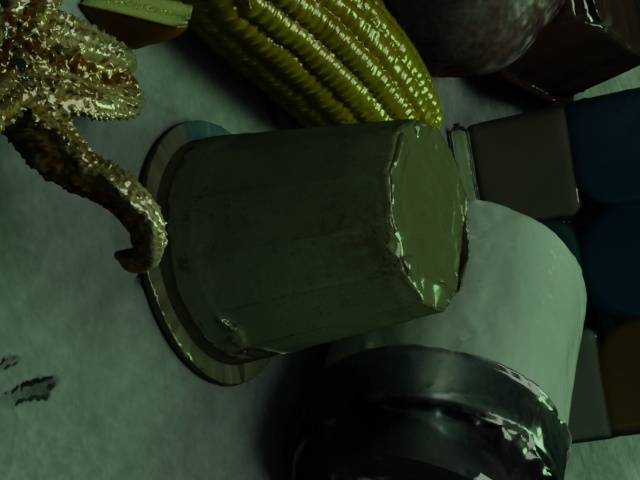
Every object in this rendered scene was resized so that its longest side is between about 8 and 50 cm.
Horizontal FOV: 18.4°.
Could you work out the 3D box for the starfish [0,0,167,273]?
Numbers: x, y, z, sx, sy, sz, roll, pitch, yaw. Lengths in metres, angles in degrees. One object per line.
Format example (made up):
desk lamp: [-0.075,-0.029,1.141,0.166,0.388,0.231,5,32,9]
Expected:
starfish: [-0.205,-0.107,1.264,0.312,0.113,0.303,58,31,-18]

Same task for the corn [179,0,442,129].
corn: [-0.004,-0.163,1.622,0.344,0.131,0.131,39,48,-53]

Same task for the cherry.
cherry: [0.151,-0.280,1.882,0.213,0.183,0.266,15,90,-36]

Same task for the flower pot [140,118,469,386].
flower pot: [0.000,0.000,1.505,0.212,0.203,0.212,25,62,-60]

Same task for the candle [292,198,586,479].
candle: [0.111,0.097,1.648,0.221,0.221,0.342,56,36,-36]

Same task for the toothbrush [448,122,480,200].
toothbrush: [0.157,0.029,1.954,0.028,0.026,0.294,2,79,-80]

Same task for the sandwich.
sandwich: [-0.140,-0.163,1.467,0.044,0.083,0.031,116,-17,-53]

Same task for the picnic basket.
picnic basket: [0.260,-0.264,2.105,0.297,0.129,0.222,9,69,-66]

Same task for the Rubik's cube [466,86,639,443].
Rubik's cube: [0.387,0.020,2.043,0.347,0.347,0.344,-3,83,-61]
